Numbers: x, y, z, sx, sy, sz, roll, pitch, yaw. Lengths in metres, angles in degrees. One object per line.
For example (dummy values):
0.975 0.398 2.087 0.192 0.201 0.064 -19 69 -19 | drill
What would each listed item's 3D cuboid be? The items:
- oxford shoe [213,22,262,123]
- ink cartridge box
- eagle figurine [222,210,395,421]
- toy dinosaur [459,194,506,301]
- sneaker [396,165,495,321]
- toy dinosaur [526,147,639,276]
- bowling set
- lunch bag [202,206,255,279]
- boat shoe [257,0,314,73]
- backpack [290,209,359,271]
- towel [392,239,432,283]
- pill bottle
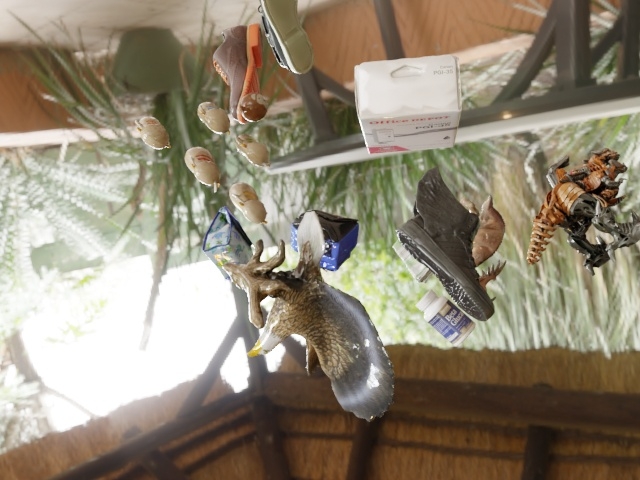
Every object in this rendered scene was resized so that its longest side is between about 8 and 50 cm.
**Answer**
-0.181 -0.356 1.442 0.098 0.271 0.097 0 144 3 | oxford shoe
0.186 -0.279 1.429 0.207 0.117 0.283 -3 173 8 | ink cartridge box
-0.016 0.123 1.048 0.225 0.226 0.298 -24 132 39 | eagle figurine
0.407 0.014 1.709 0.200 0.295 0.127 28 -150 6 | toy dinosaur
0.153 0.002 0.750 0.089 0.170 0.051 -38 159 -14 | sneaker
0.525 -0.054 1.363 0.322 0.218 0.164 -43 170 -2 | toy dinosaur
-0.170 -0.185 1.204 0.287 0.200 0.154 33 -174 -26 | bowling set
-0.232 0.004 1.754 0.096 0.129 0.151 -16 -138 15 | lunch bag
-0.122 -0.644 1.926 0.127 0.340 0.113 -41 -144 -23 | boat shoe
0.000 0.000 1.315 0.120 0.101 0.098 21 -147 22 | backpack
0.205 0.009 1.304 0.113 0.023 0.152 -46 -153 11 | towel
0.369 0.226 2.000 0.094 0.169 0.094 -48 174 -7 | pill bottle
